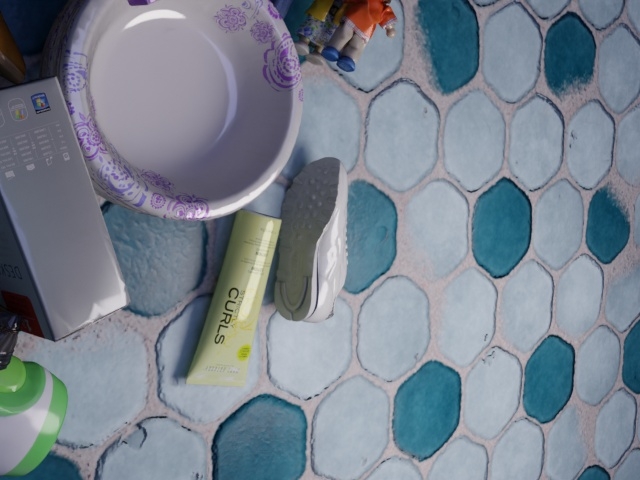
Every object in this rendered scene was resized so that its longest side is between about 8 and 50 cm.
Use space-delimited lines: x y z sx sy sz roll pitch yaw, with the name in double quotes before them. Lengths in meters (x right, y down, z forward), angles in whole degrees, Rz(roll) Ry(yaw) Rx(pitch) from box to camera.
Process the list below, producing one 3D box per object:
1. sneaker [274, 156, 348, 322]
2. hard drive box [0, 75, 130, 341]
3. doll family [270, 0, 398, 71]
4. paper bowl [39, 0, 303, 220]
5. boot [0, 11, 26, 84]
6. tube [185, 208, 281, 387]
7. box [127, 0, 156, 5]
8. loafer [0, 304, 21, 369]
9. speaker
"sneaker" 0.000 0.000 1.037 0.095 0.090 0.235 9 95 -50
"hard drive box" -0.303 -0.032 0.731 0.089 0.181 0.232 -30 113 -40
"doll family" -0.018 -0.343 0.965 0.263 0.118 0.163 32 83 -17
"paper bowl" -0.172 -0.168 0.835 0.284 0.148 0.284 -6 100 -35
"boot" -0.332 -0.327 0.722 0.211 0.104 0.295 -47 117 -21
"tube" -0.108 0.079 0.976 0.070 0.062 0.240 16 92 3
"box" -0.142 -0.393 0.675 0.201 0.057 0.293 -33 120 -22
"loafer" -0.353 0.057 0.729 0.061 0.170 0.062 -57 159 5
"speaker" -0.406 0.136 0.718 0.297 0.131 0.131 35 76 -34
